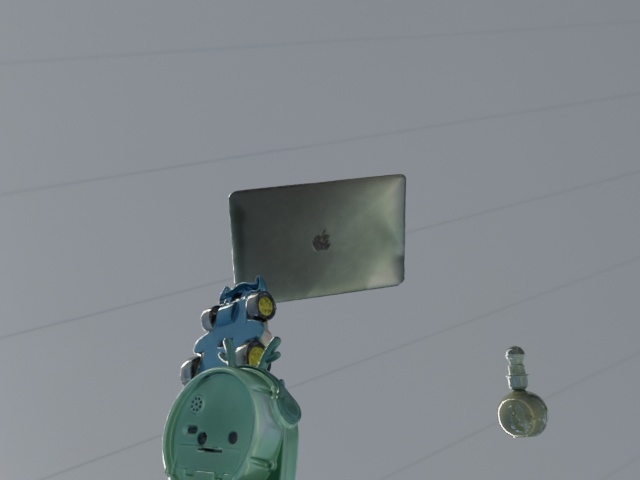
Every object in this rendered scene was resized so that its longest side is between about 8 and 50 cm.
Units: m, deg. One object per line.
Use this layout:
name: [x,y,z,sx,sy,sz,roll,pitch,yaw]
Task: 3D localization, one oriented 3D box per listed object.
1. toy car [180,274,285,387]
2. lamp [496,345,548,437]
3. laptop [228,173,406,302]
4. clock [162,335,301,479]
toy car: [-0.098,0.138,0.964,0.098,0.126,0.161,43,-137,-34]
lamp: [0.363,0.274,1.358,0.091,0.091,0.163,6,-106,-29]
laptop: [0.000,0.000,1.118,0.269,0.015,0.188,-7,-65,-12]
clock: [-0.097,0.199,0.776,0.066,0.159,0.211,34,-124,-46]
